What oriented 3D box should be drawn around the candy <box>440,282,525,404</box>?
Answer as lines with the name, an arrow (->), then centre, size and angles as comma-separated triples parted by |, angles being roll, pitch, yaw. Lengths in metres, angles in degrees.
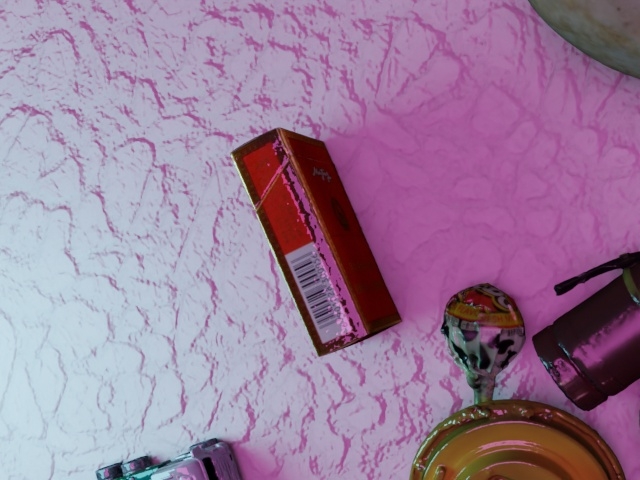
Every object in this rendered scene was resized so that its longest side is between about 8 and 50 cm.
candy -> 0.175, 0.199, 0.975 | 0.091, 0.083, 0.306 | 15, 108, 55

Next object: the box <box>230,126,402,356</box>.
box -> -0.001, 0.001, 0.981 | 0.074, 0.153, 0.240 | -26, 82, 21

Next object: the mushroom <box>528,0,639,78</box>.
mushroom -> 0.331, -0.296, 0.792 | 0.297, 0.297, 0.290 | 26, 92, 17

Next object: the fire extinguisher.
fire extinguisher -> 0.365, 0.027, 0.871 | 0.341, 0.105, 0.141 | -41, 107, 18

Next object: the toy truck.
toy truck -> -0.210, 0.320, 1.074 | 0.216, 0.116, 0.110 | -20, 83, 18

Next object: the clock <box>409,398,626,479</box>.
clock -> 0.205, 0.282, 0.930 | 0.237, 0.057, 0.237 | 3, 106, 12
